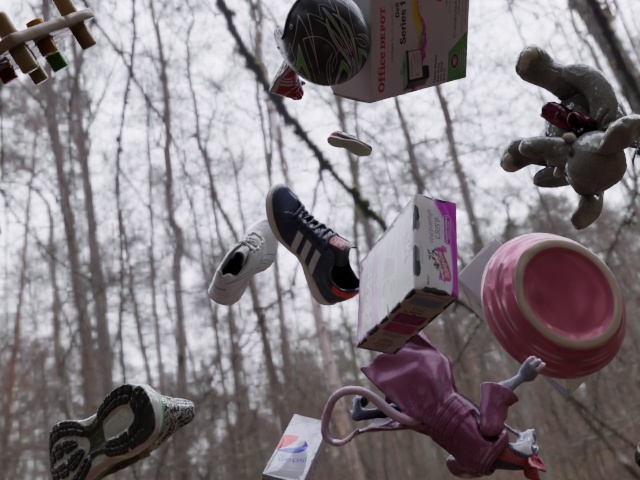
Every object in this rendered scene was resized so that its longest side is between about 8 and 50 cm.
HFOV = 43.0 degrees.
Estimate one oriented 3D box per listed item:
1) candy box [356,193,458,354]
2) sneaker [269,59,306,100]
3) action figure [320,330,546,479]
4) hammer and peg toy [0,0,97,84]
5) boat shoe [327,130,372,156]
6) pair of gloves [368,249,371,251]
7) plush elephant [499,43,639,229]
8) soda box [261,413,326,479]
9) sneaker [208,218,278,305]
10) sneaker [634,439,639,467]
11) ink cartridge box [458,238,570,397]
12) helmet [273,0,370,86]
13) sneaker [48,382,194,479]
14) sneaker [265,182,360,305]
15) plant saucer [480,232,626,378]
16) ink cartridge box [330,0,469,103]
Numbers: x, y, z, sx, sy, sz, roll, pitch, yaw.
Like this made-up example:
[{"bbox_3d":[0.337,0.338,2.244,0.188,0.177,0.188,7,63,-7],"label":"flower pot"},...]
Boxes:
[{"bbox_3d":[0.128,0.057,1.232,0.071,0.159,0.233,12,-30,-13],"label":"candy box"},{"bbox_3d":[-0.051,-0.313,1.574,0.067,0.042,0.118,20,-26,-15],"label":"sneaker"},{"bbox_3d":[0.230,0.309,1.432,0.275,0.370,0.248,-12,-57,-46],"label":"action figure"},{"bbox_3d":[-0.671,-0.375,1.725,0.361,0.127,0.266,-21,15,34],"label":"hammer and peg toy"},{"bbox_3d":[0.085,-0.268,2.224,0.137,0.043,0.049,20,-44,25],"label":"boat shoe"},{"bbox_3d":[0.174,0.050,2.172,0.083,0.074,0.010,-12,-29,-2],"label":"pair of gloves"},{"bbox_3d":[0.484,-0.179,1.537,0.329,0.255,0.272,20,-57,15],"label":"plush elephant"},{"bbox_3d":[-0.056,0.500,1.814,0.091,0.098,0.286,11,17,10],"label":"soda box"},{"bbox_3d":[-0.195,0.043,2.207,0.111,0.297,0.129,27,-36,7],"label":"sneaker"},{"bbox_3d":[0.652,0.385,1.537,0.097,0.135,0.276,12,0,26],"label":"sneaker"},{"bbox_3d":[0.569,0.211,2.190,0.166,0.395,0.285,-44,-26,-2],"label":"ink cartridge box"},{"bbox_3d":[0.007,-0.353,1.415,0.169,0.170,0.161,-2,8,-20],"label":"helmet"},{"bbox_3d":[-0.407,0.417,1.660,0.410,0.158,0.182,-31,-28,34],"label":"sneaker"},{"bbox_3d":[0.000,0.000,2.006,0.148,0.131,0.350,-14,-63,40],"label":"sneaker"},{"bbox_3d":[0.509,0.125,1.725,0.332,0.332,0.084,-3,-24,-17],"label":"plant saucer"},{"bbox_3d":[0.157,-0.398,1.586,0.278,0.117,0.201,-21,-59,-35],"label":"ink cartridge box"}]
